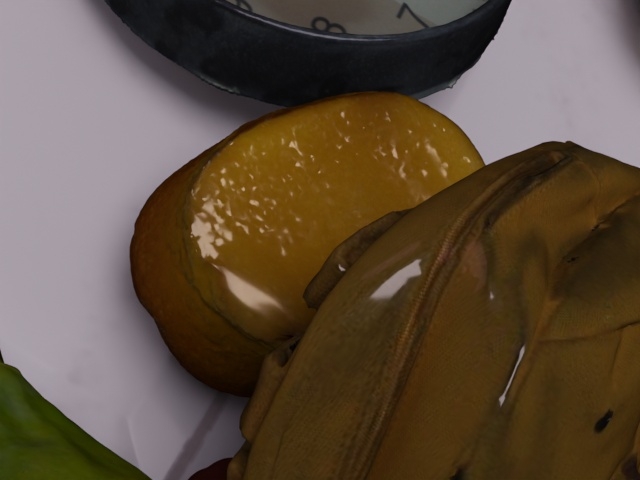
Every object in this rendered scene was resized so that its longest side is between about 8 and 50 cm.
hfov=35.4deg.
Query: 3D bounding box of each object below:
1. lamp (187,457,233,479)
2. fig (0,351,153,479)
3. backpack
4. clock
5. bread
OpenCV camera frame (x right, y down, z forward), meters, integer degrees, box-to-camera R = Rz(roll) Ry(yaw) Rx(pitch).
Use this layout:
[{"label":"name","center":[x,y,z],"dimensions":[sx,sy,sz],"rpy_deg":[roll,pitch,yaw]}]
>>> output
[{"label":"lamp","center":[-0.052,0.192,0.652],"dimensions":[0.101,0.090,0.101],"rpy_deg":[-6,67,14]},{"label":"fig","center":[-0.170,0.216,0.531],"dimensions":[0.233,0.233,0.314],"rpy_deg":[-37,79,-31]},{"label":"backpack","center":[0.110,0.118,0.583],"dimensions":[0.378,0.201,0.353],"rpy_deg":[-16,121,-50]},{"label":"clock","center":[-0.010,-0.279,0.814],"dimensions":[0.386,0.076,0.386],"rpy_deg":[8,59,-13]},{"label":"bread","center":[0.000,0.000,0.716],"dimensions":[0.269,0.142,0.195],"rpy_deg":[-23,83,-32]}]
